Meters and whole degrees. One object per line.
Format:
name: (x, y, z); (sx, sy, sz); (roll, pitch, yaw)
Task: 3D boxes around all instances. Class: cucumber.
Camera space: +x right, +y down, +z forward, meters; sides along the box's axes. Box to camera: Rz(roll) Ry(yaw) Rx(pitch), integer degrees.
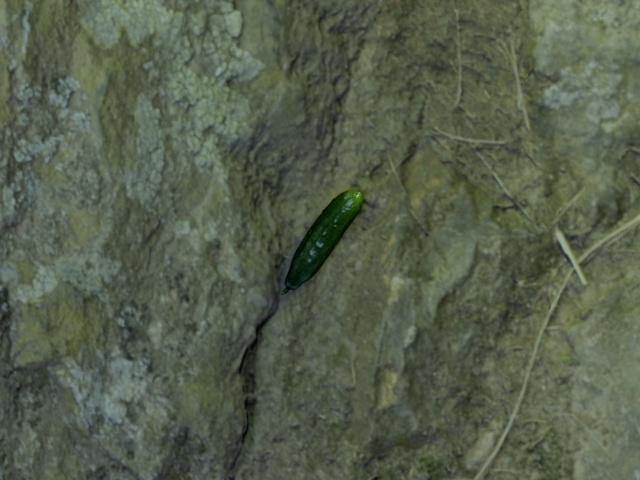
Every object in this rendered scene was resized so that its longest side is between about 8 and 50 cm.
cucumber: (0.000, 0.000, 2.046); (0.037, 0.037, 0.155); (39, 112, 8)
